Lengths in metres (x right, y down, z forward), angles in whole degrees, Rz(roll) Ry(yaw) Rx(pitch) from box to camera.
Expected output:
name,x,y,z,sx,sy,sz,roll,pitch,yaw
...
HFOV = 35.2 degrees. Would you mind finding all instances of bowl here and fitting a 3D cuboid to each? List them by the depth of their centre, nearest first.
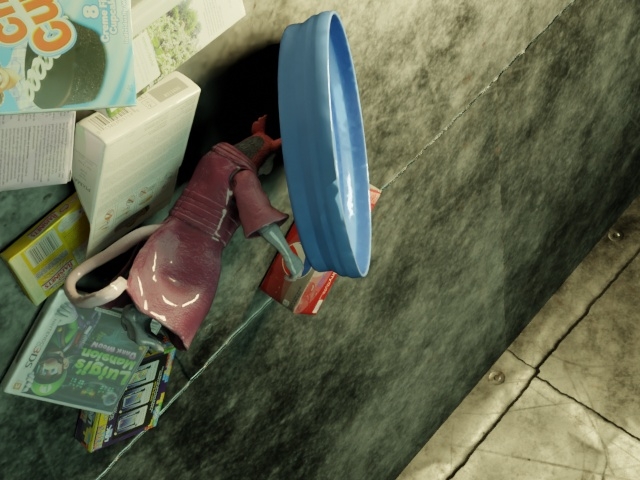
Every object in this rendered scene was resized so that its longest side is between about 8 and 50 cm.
name,x,y,z,sx,sy,sz,roll,pitch,yaw
bowl,0.010,-0.136,1.491,0.391,0.077,0.391,-6,90,-81

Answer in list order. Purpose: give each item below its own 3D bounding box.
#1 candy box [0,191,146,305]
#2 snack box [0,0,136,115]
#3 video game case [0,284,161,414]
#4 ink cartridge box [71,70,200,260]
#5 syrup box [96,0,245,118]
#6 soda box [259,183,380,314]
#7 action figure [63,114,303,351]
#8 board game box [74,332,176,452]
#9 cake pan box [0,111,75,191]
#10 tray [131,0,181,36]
name,x,y,z,sx,sy,sz,roll,pitch,yaw
candy box,-0.331,-0.012,1.372,0.206,0.027,0.105,-44,150,-23
snack box,-0.282,-0.285,0.976,0.187,0.060,0.322,-10,104,-35
video game case,-0.345,0.164,1.479,0.190,0.022,0.173,24,99,-44
ink cartridge box,-0.255,-0.100,1.348,0.181,0.056,0.225,-40,163,-42
syrup box,-0.210,-0.266,1.231,0.237,0.096,0.093,-44,150,-22
soda box,0.000,0.000,1.815,0.083,0.092,0.263,13,109,-59
action figure,-0.178,-0.029,1.421,0.276,0.248,0.370,35,81,-38
board game box,-0.315,0.245,1.633,0.141,0.048,0.170,-14,130,-48
cake pan box,-0.379,-0.161,1.063,0.246,0.070,0.267,-11,129,-33
tray,-0.192,-0.343,1.157,0.270,0.030,0.145,-43,106,-22
